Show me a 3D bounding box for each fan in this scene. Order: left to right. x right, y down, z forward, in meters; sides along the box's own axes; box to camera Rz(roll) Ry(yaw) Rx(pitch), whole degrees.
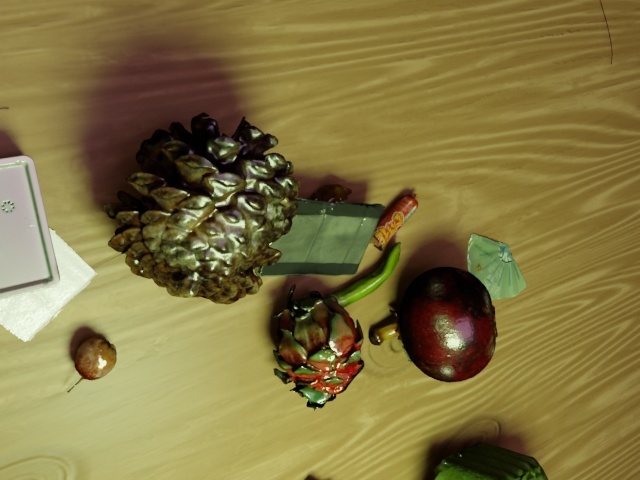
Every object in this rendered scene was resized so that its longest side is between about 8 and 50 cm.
[{"bbox_3d":[0.413,0.068,1.521,0.240,0.009,0.131,37,81,-31],"label":"fan"}]

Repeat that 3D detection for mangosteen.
[{"bbox_3d":[0.228,0.175,1.332,0.262,0.235,0.235,-8,108,15],"label":"mangosteen"}]

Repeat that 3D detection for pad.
[{"bbox_3d":[-0.472,0.030,0.976,0.156,0.004,0.232,-49,119,-16],"label":"pad"},{"bbox_3d":[0.000,0.000,1.211,0.233,0.022,0.174,2,122,-33],"label":"pad"}]

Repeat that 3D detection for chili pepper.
[{"bbox_3d":[0.098,0.079,1.307,0.202,0.052,0.050,-36,84,-21],"label":"chili pepper"}]

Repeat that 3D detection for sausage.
[{"bbox_3d":[0.155,-0.044,1.322,0.050,0.048,0.145,42,71,9],"label":"sausage"}]

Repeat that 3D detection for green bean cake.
[{"bbox_3d":[0.377,0.638,1.430,0.335,0.218,0.318,0,96,-55],"label":"green bean cake"}]

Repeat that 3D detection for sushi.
[{"bbox_3d":[0.012,-0.064,1.228,0.118,0.061,0.060,-35,125,0],"label":"sushi"}]

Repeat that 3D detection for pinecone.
[{"bbox_3d":[-0.175,-0.056,1.000,0.295,0.242,0.298,-58,141,-12],"label":"pinecone"}]

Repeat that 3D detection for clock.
[{"bbox_3d":[-0.473,-0.016,0.927,0.150,0.063,0.197,-15,105,-29],"label":"clock"}]

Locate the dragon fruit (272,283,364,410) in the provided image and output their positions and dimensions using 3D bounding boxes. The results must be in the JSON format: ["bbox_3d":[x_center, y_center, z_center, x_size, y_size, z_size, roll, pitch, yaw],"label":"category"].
[{"bbox_3d":[-0.005,0.194,1.196,0.182,0.182,0.188,-18,126,-28],"label":"dragon fruit"}]

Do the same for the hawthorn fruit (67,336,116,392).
[{"bbox_3d":[-0.369,0.204,1.036,0.067,0.067,0.103,35,82,-31],"label":"hawthorn fruit"}]
